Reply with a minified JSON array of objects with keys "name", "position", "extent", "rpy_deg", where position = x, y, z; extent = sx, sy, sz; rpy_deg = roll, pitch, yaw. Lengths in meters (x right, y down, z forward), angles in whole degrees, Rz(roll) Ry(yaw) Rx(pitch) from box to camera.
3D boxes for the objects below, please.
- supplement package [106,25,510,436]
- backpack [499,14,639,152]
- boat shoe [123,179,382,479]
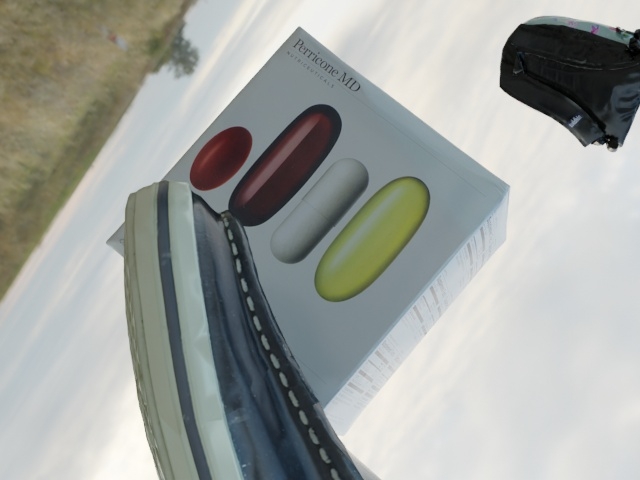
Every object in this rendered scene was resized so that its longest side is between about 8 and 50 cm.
[{"name":"supplement package","position":[0.000,0.000,0.665],"extent":[0.203,0.194,0.149],"rpy_deg":[-50,164,-4]},{"name":"backpack","position":[0.313,-0.208,1.137],"extent":[0.115,0.182,0.152],"rpy_deg":[-33,142,-68]},{"name":"boat shoe","position":[0.028,0.194,0.455],"extent":[0.156,0.500,0.187],"rpy_deg":[-22,169,-14]}]
